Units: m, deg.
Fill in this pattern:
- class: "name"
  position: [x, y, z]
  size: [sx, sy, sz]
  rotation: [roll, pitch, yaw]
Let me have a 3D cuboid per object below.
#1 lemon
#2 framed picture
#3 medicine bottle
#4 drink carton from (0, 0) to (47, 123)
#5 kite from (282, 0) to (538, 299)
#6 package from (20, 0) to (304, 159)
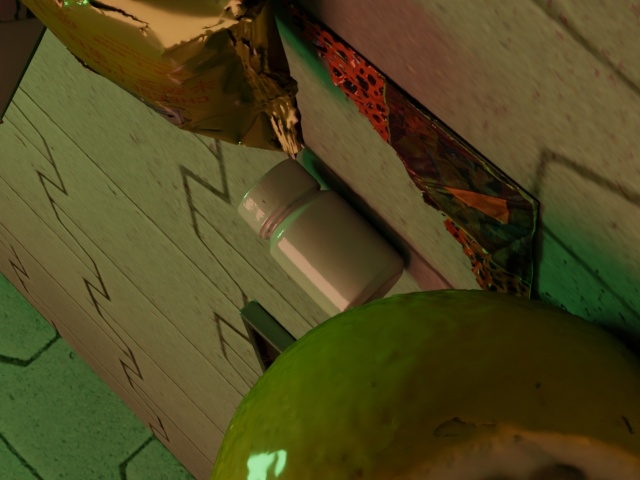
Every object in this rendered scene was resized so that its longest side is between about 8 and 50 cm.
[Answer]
- class: "lemon"
  position: [0.058, 0.135, 0.850]
  size: [0.240, 0.240, 0.219]
  rotation: [52, 179, -18]
- class: "framed picture"
  position: [0.027, 0.175, 1.563]
  size: [0.213, 0.016, 0.289]
  rotation: [42, 166, 22]
- class: "medicine bottle"
  position: [0.000, 0.000, 1.033]
  size: [0.089, 0.052, 0.052]
  rotation: [45, 167, 10]
- class: "drink carton"
  position: [-0.286, -0.166, 1.061]
  size: [0.271, 0.108, 0.161]
  rotation: [16, 146, 11]
- class: "kite"
  position: [0.066, -0.025, 0.850]
  size: [0.222, 0.008, 0.125]
  rotation: [52, 164, -22]
- class: "package"
  position: [-0.097, -0.134, 0.863]
  size: [0.226, 0.090, 0.168]
  rotation: [42, 168, 16]
